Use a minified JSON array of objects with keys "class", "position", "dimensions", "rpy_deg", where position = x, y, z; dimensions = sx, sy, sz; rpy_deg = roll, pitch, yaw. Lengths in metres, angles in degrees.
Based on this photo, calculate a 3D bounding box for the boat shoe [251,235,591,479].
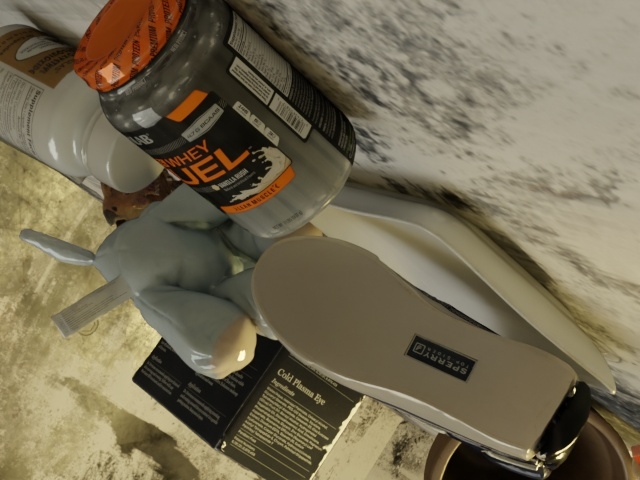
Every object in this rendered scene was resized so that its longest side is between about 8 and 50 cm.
[{"class":"boat shoe","position":[0.091,0.120,0.980],"dimensions":[0.340,0.127,0.158],"rpy_deg":[29,165,26]}]

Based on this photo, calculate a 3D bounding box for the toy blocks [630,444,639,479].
[{"class":"toy blocks","position":[0.407,0.265,1.176],"dimensions":[0.123,0.054,0.148],"rpy_deg":[25,168,41]}]

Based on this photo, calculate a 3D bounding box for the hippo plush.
[{"class":"hippo plush","position":[-0.126,0.062,1.153],"dimensions":[0.234,0.294,0.236],"rpy_deg":[63,176,20]}]

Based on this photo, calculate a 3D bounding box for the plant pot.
[{"class":"plant pot","position":[0.255,0.291,1.363],"dimensions":[0.263,0.263,0.229],"rpy_deg":[35,-171,-9]}]

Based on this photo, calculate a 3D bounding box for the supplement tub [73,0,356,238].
[{"class":"supplement tub","position":[-0.073,-0.095,0.733],"dimensions":[0.190,0.117,0.117],"rpy_deg":[39,170,-34]}]

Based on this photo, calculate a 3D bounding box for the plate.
[{"class":"plate","position":[0.113,0.026,0.962],"dimensions":[0.277,0.045,0.278],"rpy_deg":[38,170,-30]}]

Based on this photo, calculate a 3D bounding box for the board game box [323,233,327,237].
[{"class":"board game box","position":[0.000,0.000,1.258],"dimensions":[0.201,0.035,0.136],"rpy_deg":[23,167,49]}]

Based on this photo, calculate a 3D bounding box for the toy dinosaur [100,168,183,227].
[{"class":"toy dinosaur","position":[-0.267,-0.087,1.501],"dimensions":[0.200,0.127,0.296],"rpy_deg":[50,175,-38]}]

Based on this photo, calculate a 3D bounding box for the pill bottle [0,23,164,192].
[{"class":"pill bottle","position":[-0.280,-0.145,1.155],"dimensions":[0.229,0.131,0.131],"rpy_deg":[28,170,26]}]

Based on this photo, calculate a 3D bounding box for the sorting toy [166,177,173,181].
[{"class":"sorting toy","position":[-0.333,-0.130,1.766],"dimensions":[0.208,0.038,0.193],"rpy_deg":[28,171,4]}]

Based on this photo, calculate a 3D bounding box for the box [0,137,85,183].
[{"class":"box","position":[-0.420,-0.184,1.525],"dimensions":[0.275,0.113,0.094],"rpy_deg":[23,165,43]}]

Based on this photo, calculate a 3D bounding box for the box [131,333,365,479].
[{"class":"box","position":[-0.084,0.174,1.600],"dimensions":[0.179,0.312,0.343],"rpy_deg":[38,171,-30]}]
